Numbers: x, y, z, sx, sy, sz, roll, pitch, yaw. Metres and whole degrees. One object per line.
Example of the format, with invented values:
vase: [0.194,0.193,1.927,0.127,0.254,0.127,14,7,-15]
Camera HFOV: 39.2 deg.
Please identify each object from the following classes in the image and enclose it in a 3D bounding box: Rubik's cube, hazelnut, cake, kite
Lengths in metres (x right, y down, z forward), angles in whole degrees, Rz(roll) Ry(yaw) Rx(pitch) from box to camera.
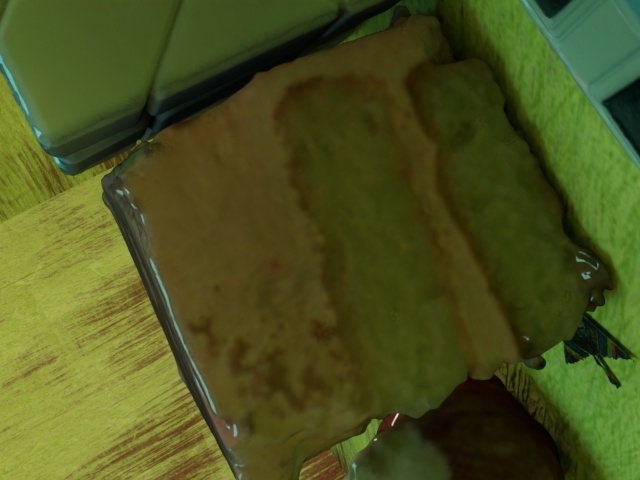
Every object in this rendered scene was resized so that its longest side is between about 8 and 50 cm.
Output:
Rubik's cube: [-0.149,-0.265,0.747,0.322,0.318,0.316,64,168,-8]
hazelnut: [0.126,0.257,0.937,0.241,0.261,0.261,23,-159,-46]
cake: [0.000,0.000,0.752,0.293,0.306,0.314,64,167,-3]
kite: [0.221,0.084,0.746,0.090,0.004,0.122,59,168,9]

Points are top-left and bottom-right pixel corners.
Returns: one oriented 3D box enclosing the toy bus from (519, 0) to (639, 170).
toy bus: [0.135,-0.125,0.304,0.271,0.133,0.165,56,164,3]
